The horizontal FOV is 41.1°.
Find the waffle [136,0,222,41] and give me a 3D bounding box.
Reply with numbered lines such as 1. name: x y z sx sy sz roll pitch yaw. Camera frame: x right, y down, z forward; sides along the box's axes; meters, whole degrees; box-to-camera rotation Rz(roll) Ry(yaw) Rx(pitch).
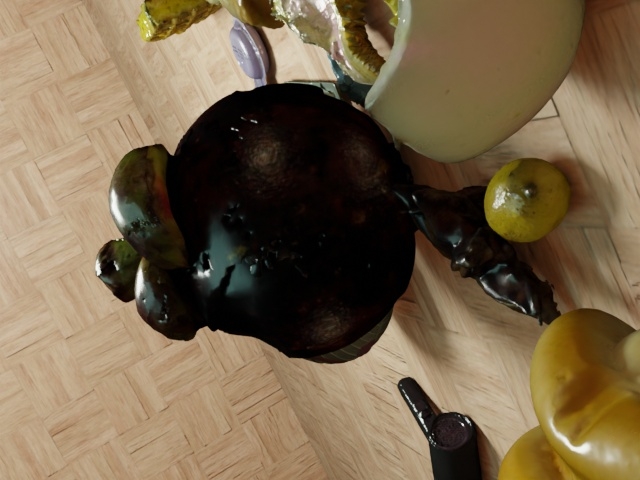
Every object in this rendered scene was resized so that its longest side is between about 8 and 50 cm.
1. waffle: -0.253 -0.412 1.538 0.055 0.160 0.211 63 164 -10

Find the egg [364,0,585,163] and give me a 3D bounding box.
1. egg: 0.127 -0.197 0.702 0.206 0.161 0.271 34 -140 -36

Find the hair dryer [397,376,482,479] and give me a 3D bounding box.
1. hair dryer: 0.207 0.349 1.577 0.251 0.089 0.197 55 165 46

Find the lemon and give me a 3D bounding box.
1. lemon: 0.207 -0.039 0.866 0.082 0.082 0.111 57 164 14

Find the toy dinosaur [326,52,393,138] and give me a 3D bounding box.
1. toy dinosaur: 0.050 -0.207 1.140 0.197 0.045 0.080 50 172 5

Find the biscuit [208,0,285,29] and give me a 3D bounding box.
1. biscuit: -0.146 -0.431 1.291 0.274 0.091 0.213 48 163 45

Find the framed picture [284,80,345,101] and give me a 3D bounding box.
1. framed picture: 0.034 -0.133 1.382 0.216 0.016 0.273 28 144 65

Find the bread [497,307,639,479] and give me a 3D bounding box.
1. bread: 0.340 0.203 0.678 0.424 0.328 0.245 21 97 68

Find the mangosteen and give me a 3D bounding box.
1. mangosteen: -0.076 -0.035 1.148 0.381 0.421 0.381 -169 90 -82

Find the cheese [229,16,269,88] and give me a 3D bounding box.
1. cheese: -0.117 -0.310 1.503 0.105 0.042 0.191 45 159 50

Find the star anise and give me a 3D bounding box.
1. star anise: 0.194 0.001 0.982 0.272 0.102 0.272 41 -173 -6

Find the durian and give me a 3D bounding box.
1. durian: 0.025 -0.278 1.052 0.224 0.078 0.140 48 151 8

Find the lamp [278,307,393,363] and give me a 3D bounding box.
1. lamp: 0.007 0.096 1.454 0.233 0.265 0.233 1 92 35
